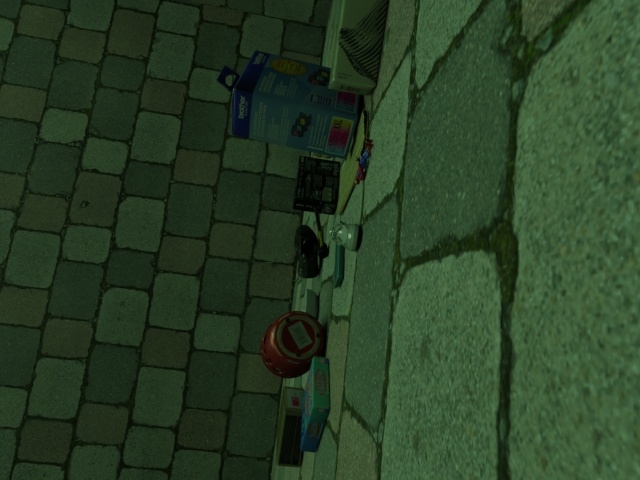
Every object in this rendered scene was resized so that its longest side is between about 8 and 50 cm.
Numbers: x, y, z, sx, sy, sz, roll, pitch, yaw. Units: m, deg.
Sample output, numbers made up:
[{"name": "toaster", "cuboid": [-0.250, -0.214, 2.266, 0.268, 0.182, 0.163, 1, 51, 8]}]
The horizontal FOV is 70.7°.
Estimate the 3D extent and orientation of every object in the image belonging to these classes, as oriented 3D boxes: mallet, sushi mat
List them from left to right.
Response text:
[{"name": "mallet", "cuboid": [-0.003, -0.033, 1.560, 0.062, 0.039, 0.189, -94, -5, -68]}, {"name": "sushi mat", "cuboid": [0.086, -0.204, 1.246, 0.316, 0.019, 0.151, 110, 167, -65]}]

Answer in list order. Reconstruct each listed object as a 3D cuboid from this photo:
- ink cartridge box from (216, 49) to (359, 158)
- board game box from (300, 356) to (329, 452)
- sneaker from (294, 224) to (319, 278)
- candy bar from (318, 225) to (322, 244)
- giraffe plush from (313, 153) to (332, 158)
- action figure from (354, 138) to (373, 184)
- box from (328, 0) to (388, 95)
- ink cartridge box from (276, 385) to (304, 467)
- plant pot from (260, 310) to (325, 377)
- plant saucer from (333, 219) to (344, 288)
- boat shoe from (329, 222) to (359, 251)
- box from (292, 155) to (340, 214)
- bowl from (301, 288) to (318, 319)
[{"name": "ink cartridge box", "cuboid": [-0.093, -0.399, 1.296, 0.270, 0.395, 0.151, -82, 4, -46]}, {"name": "board game box", "cuboid": [-0.017, 0.450, 1.240, 0.160, 0.047, 0.210, -90, 11, -55]}, {"name": "sneaker", "cuboid": [-0.050, 0.018, 1.829, 0.286, 0.109, 0.130, -103, 12, -49]}, {"name": "candy bar", "cuboid": [0.000, 0.000, 1.814, 0.161, 0.018, 0.040, -89, 8, -51]}, {"name": "giraffe plush", "cuboid": [0.000, -0.447, 1.777, 0.181, 0.210, 0.170, 20, 77, 53]}, {"name": "action figure", "cuboid": [0.098, -0.180, 1.059, 0.038, 0.030, 0.115, -97, 13, -50]}, {"name": "box", "cuboid": [0.095, -0.510, 1.109, 0.094, 0.113, 0.275, -143, 59, -83]}, {"name": "ink cartridge box", "cuboid": [-0.105, 0.664, 1.628, 0.235, 0.088, 0.193, -149, 69, -84]}, {"name": "plant pot", "cuboid": [-0.086, 0.320, 1.402, 0.174, 0.191, 0.191, 115, 162, -63]}, {"name": "plant saucer", "cuboid": [0.053, 0.038, 1.257, 0.067, 0.018, 0.192, 106, 169, -54]}, {"name": "boat shoe", "cuboid": [0.053, -0.016, 1.093, 0.184, 0.063, 0.066, -113, 31, -79]}, {"name": "box", "cuboid": [-0.013, -0.191, 1.564, 0.077, 0.147, 0.180, 109, 166, -62]}, {"name": "bowl", "cuboid": [-0.041, 0.268, 1.692, 0.142, 0.053, 0.142, -89, 8, -49]}]
